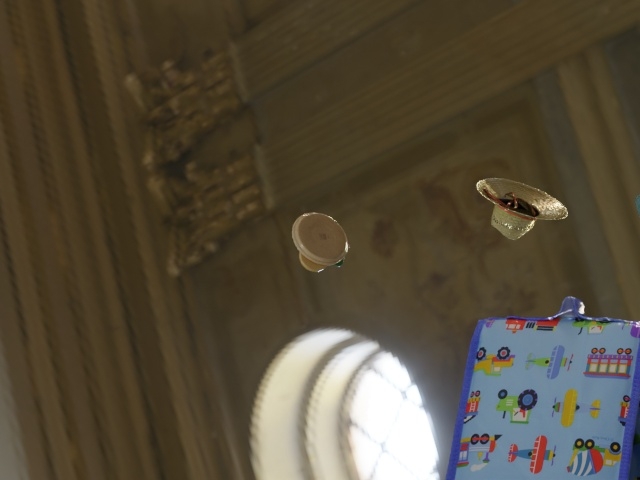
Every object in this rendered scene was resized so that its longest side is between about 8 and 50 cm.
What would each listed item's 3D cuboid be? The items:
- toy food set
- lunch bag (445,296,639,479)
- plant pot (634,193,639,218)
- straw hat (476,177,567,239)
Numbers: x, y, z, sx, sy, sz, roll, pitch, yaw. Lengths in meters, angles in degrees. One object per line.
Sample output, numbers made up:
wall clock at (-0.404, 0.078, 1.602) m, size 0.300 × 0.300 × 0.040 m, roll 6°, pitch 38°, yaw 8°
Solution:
toy food set at (0.000, 0.000, 1.848) m, size 0.082 × 0.020 × 0.083 m, roll -15°, pitch -113°, yaw -34°
lunch bag at (0.270, 0.206, 1.596) m, size 0.138 × 0.221 × 0.293 m, roll 25°, pitch -112°, yaw -53°
plant pot at (0.633, -0.005, 2.262) m, size 0.165 × 0.165 × 0.234 m, roll 34°, pitch -147°, yaw -18°
straw hat at (0.281, -0.035, 2.030) m, size 0.144 × 0.061 × 0.144 m, roll 15°, pitch -159°, yaw -6°
